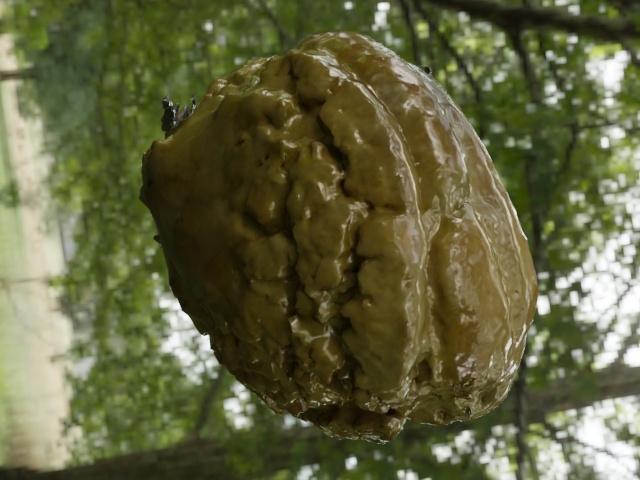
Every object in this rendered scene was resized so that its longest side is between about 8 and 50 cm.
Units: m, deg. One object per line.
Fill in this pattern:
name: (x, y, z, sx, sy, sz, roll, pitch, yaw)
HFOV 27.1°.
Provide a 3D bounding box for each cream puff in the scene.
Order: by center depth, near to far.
cream puff: (0.000, 0.000, 0.558, 0.189, 0.129, 0.189, 53, -22, 34)
